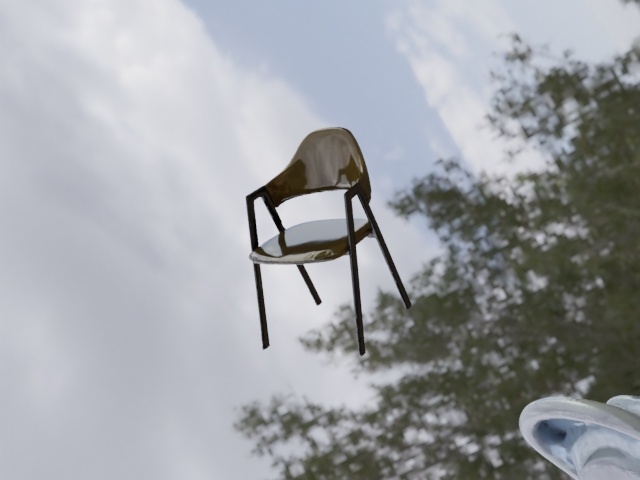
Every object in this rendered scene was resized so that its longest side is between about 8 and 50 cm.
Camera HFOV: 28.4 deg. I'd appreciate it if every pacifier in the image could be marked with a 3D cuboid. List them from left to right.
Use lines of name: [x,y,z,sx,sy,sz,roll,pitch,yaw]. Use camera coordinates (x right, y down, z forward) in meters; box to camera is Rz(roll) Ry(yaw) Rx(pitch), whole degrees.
pacifier: [0.318,0.148,1.172,0.227,0.279,0.207,30,-111,-14]

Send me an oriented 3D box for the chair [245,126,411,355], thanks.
chair: [0.000,0.000,1.623,0.172,0.158,0.247,-40,-59,-48]
